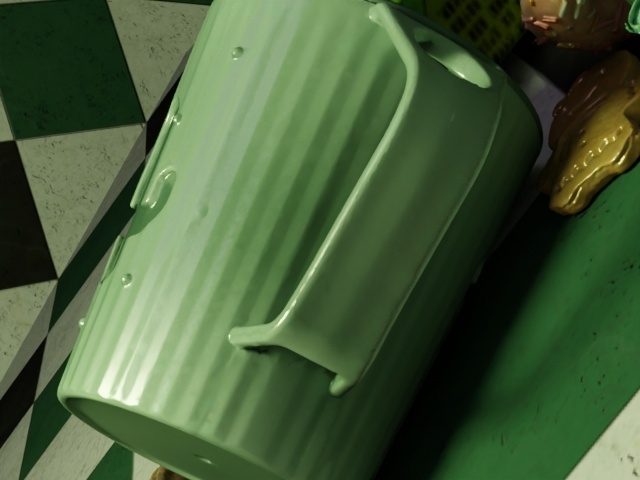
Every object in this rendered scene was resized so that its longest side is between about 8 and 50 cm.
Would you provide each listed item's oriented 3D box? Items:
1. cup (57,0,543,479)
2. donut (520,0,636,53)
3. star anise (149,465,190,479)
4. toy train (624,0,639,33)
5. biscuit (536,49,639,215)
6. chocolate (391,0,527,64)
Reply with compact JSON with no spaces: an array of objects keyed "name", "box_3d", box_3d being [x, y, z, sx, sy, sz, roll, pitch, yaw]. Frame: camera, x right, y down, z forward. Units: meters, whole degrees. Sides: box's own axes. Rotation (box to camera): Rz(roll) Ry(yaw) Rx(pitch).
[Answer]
[{"name":"cup","box_3d":[-0.023,-0.007,1.212,0.401,0.310,0.392,72,-141,-67]},{"name":"donut","box_3d":[0.221,-0.206,1.253,0.117,0.166,0.065,-56,49,13]},{"name":"star anise","box_3d":[-0.136,0.287,1.357,0.208,0.063,0.171,-132,59,-71]},{"name":"toy train","box_3d":[0.298,-0.204,1.062,0.194,0.120,0.298,-48,16,12]},{"name":"biscuit","box_3d":[0.226,-0.096,1.227,0.133,0.027,0.184,-43,20,45]},{"name":"chocolate","box_3d":[0.083,-0.192,1.576,0.289,0.137,0.301,-50,11,-32]}]
